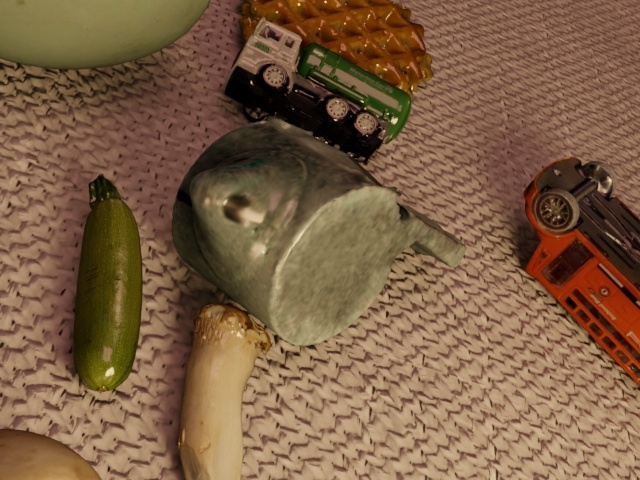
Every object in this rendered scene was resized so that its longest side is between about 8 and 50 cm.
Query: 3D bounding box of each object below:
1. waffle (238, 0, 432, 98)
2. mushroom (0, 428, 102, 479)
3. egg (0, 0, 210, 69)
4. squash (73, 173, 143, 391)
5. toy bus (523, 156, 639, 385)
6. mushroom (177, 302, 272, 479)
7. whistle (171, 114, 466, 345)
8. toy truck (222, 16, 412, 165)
[{"bbox_3d":[0.030,-0.313,1.327,0.325,0.068,0.302,20,46,-12],"label":"waffle"},{"bbox_3d":[-0.253,0.246,0.619,0.254,0.255,0.184,-78,148,-43],"label":"mushroom"},{"bbox_3d":[-0.309,-0.337,1.010,0.389,0.276,0.276,5,51,-24],"label":"egg"},{"bbox_3d":[-0.214,0.043,0.893,0.066,0.066,0.252,11,50,-21],"label":"squash"},{"bbox_3d":[0.394,0.045,1.170,0.329,0.153,0.143,48,45,12],"label":"toy bus"},{"bbox_3d":[-0.098,0.160,0.862,0.084,0.071,0.209,40,39,-37],"label":"mushroom"},{"bbox_3d":[0.016,-0.027,0.969,0.405,0.188,0.168,-18,41,-43],"label":"whistle"},{"bbox_3d":[0.001,-0.196,1.168,0.243,0.101,0.124,26,65,-9],"label":"toy truck"}]
